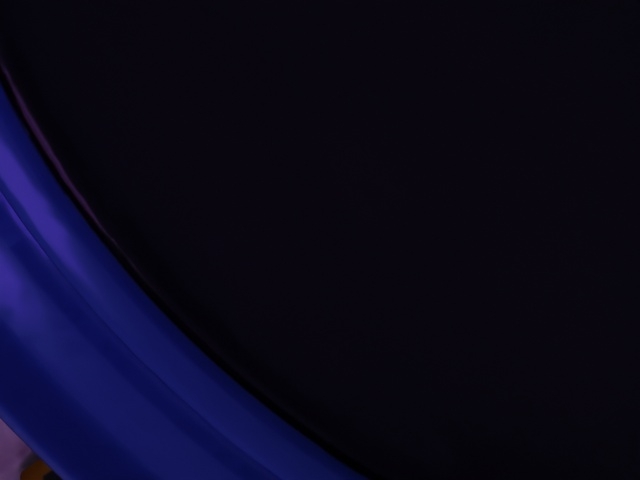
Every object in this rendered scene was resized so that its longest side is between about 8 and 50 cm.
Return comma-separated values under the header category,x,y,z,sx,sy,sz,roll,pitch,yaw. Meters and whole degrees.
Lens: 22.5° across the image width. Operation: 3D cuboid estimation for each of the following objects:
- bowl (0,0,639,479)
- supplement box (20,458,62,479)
category,x,y,z,sx,sy,sz,roll,pitch,yaw
bowl,0.000,0.000,0.445,0.077,0.391,0.391,-48,150,-30
supplement box,0.060,0.192,0.771,0.195,0.194,0.356,-33,143,32
